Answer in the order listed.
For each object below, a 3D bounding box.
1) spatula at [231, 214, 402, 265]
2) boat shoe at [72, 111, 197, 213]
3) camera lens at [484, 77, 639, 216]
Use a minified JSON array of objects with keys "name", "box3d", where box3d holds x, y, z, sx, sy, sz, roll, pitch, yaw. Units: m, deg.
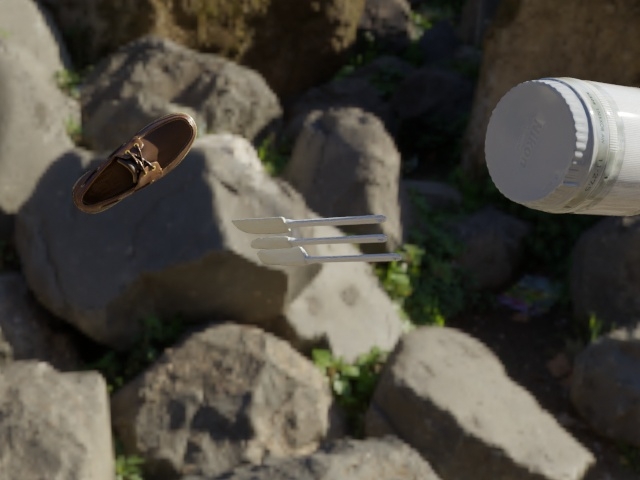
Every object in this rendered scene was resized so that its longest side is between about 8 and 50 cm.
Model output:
[{"name":"spatula","box3d":[0.000,0.000,1.934,0.242,0.168,0.019,-3,59,16]},{"name":"boat shoe","box3d":[-0.224,-0.090,1.499,0.178,0.064,0.060,-36,12,-2]},{"name":"camera lens","box3d":[0.436,-0.152,2.028,0.274,0.219,0.219,2,19,-37]}]
